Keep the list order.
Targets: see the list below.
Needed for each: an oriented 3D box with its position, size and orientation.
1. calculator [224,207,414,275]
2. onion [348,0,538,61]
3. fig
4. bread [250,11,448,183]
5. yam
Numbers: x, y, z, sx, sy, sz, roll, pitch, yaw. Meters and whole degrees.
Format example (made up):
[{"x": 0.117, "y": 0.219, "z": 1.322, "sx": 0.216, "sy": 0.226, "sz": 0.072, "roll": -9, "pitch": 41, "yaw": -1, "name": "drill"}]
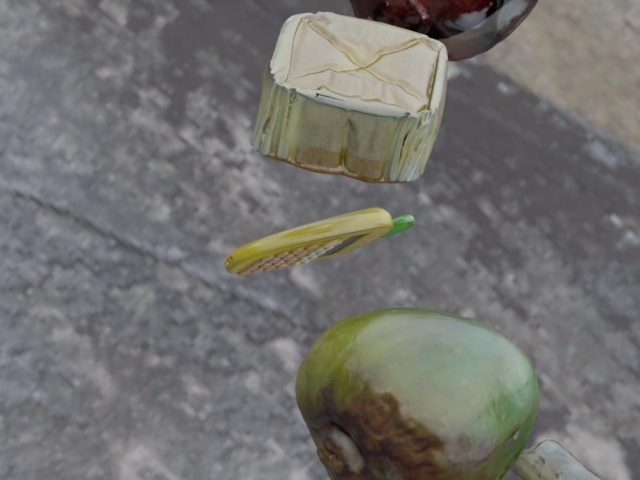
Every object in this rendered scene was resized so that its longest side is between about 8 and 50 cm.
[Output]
[{"x": 0.000, "y": 0.000, "z": 1.848, "sx": 0.235, "sy": 0.146, "sz": 0.032, "roll": -14, "pitch": 81, "yaw": -28, "name": "calculator"}, {"x": 0.154, "y": -0.366, "z": 2.008, "sx": 0.272, "sy": 0.272, "sz": 0.195, "roll": 37, "pitch": 21, "yaw": -11, "name": "onion"}, {"x": 0.083, "y": 0.137, "z": 1.309, "sx": 0.191, "sy": 0.181, "sz": 0.181, "roll": -16, "pitch": 54, "yaw": -12, "name": "fig"}, {"x": 0.031, "y": -0.146, "z": 1.674, "sx": 0.192, "sy": 0.110, "sz": 0.210, "roll": 12, "pitch": 33, "yaw": -3, "name": "bread"}, {"x": 0.335, "y": 0.314, "z": 1.714, "sx": 0.071, "sy": 0.067, "sz": 0.317, "roll": -8, "pitch": 35, "yaw": -47, "name": "yam"}]
